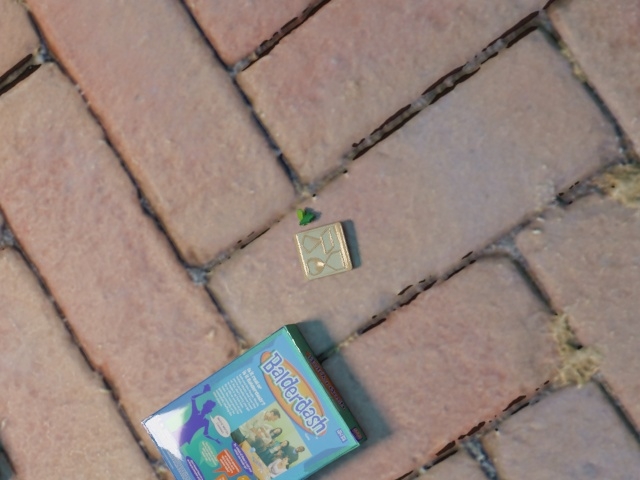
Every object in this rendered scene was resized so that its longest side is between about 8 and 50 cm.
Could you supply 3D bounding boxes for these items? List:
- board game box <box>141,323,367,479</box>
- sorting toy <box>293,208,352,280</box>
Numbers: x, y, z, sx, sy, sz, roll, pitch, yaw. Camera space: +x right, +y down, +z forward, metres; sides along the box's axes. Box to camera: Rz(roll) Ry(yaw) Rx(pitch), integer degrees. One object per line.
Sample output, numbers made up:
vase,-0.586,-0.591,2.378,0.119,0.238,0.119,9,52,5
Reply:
board game box,-0.077,0.218,1.278,0.210,0.047,0.160,-34,81,12
sorting toy,0.000,0.000,1.279,0.062,0.012,0.083,-15,89,18
